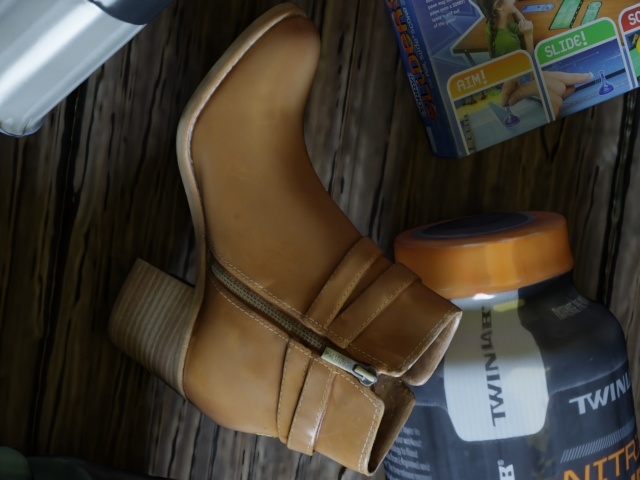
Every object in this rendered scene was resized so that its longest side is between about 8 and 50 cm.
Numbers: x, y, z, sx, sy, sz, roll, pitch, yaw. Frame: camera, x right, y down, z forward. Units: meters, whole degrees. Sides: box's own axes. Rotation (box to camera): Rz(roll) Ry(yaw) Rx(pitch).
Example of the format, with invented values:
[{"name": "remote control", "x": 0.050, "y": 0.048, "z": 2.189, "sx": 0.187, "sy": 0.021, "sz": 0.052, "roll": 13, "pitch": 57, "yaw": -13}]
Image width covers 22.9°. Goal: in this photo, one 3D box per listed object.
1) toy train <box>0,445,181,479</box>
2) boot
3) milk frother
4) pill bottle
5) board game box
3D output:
[{"name": "toy train", "x": -0.175, "y": 0.177, "z": 0.670, "sx": 0.334, "sy": 0.142, "sz": 0.190, "roll": 16, "pitch": 75, "yaw": -35}, {"name": "boot", "x": 0.000, "y": 0.000, "z": 0.742, "sx": 0.073, "sy": 0.152, "sz": 0.197, "roll": 5, "pitch": 109, "yaw": -65}, {"name": "milk frother", "x": -0.097, "y": -0.126, "z": 0.728, "sx": 0.135, "sy": 0.129, "sz": 0.143, "roll": -37, "pitch": 143, "yaw": 22}, {"name": "pill bottle", "x": 0.096, "y": 0.110, "z": 0.796, "sx": 0.130, "sy": 0.130, "sz": 0.245, "roll": -12, "pitch": 99, "yaw": -19}, {"name": "board game box", "x": 0.133, "y": -0.141, "z": 0.837, "sx": 0.201, "sy": 0.035, "sz": 0.136, "roll": -22, "pitch": 102, "yaw": -17}]
